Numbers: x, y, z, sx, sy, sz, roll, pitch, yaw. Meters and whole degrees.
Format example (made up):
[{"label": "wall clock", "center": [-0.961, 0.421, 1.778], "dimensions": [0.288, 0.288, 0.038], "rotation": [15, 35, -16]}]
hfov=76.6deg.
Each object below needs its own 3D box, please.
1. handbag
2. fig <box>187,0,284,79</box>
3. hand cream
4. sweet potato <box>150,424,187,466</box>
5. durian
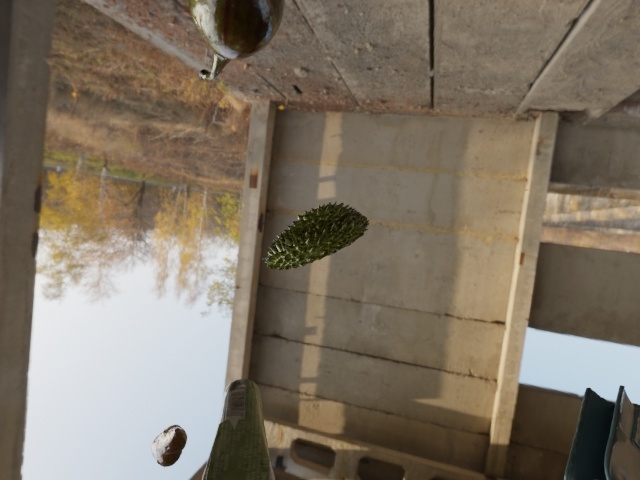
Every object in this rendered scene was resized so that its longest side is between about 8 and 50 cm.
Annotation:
[{"label": "handbag", "center": [0.397, 0.311, 0.486], "dimensions": [0.179, 0.229, 0.062], "rotation": [-41, -178, -40]}, {"label": "fig", "center": [-0.137, -0.287, 0.566], "dimensions": [0.124, 0.125, 0.236], "rotation": [5, 158, -30]}, {"label": "hand cream", "center": [-0.108, 0.261, 0.544], "dimensions": [0.086, 0.055, 0.235], "rotation": [4, -170, -11]}, {"label": "sweet potato", "center": [-0.279, 0.380, 0.749], "dimensions": [0.051, 0.065, 0.218], "rotation": [-7, 154, -33]}, {"label": "durian", "center": [-0.004, -0.002, 1.223], "dimensions": [0.355, 0.158, 0.169], "rotation": [-23, 159, -11]}]
